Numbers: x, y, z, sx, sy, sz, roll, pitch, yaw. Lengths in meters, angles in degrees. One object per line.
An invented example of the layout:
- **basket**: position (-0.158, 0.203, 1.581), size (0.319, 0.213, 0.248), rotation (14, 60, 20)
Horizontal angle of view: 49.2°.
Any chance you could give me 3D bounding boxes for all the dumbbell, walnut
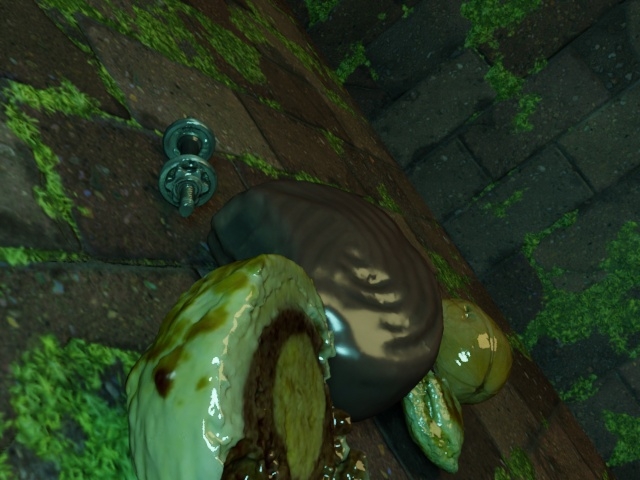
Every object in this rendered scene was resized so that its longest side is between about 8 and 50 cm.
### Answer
- **dumbbell**: position (-0.186, -0.112, 0.984), size (0.081, 0.081, 0.254), rotation (41, 21, -32)
- **walnut**: position (0.263, 0.210, 1.345), size (0.193, 0.193, 0.226), rotation (38, 13, -39)

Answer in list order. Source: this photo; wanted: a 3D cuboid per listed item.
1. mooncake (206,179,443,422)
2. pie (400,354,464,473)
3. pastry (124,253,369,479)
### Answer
- **mooncake**: position (0.003, 0.056, 0.914), size (0.333, 0.174, 0.326), rotation (34, 34, -9)
- **pie**: position (0.172, 0.249, 1.120), size (0.201, 0.089, 0.248), rotation (62, 10, -54)
- **pastry**: position (-0.078, 0.141, 0.612), size (0.256, 0.170, 0.237), rotation (14, 66, -64)
